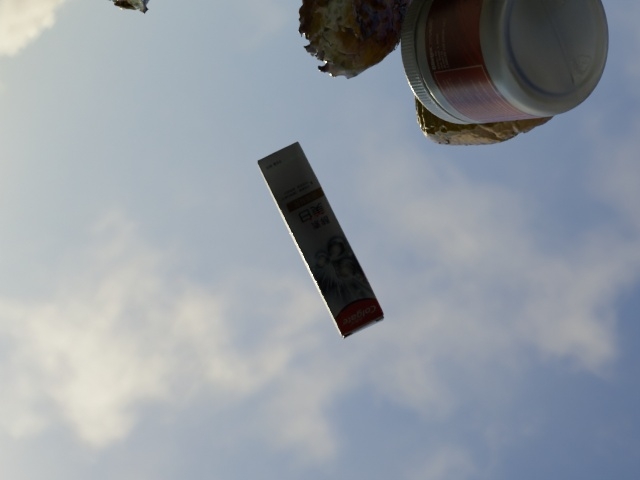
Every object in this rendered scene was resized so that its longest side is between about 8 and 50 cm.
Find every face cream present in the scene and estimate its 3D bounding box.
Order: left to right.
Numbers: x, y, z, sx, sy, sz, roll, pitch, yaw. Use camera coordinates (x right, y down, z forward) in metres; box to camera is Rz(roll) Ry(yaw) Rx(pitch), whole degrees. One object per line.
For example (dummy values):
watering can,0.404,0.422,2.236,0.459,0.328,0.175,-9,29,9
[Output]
face cream,0.233,-0.251,1.822,0.187,0.201,0.201,0,-124,56

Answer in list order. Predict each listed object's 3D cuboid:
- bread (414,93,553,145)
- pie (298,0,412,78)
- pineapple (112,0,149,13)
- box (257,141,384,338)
bread,0.244,-0.224,2.060,0.240,0.139,0.240,-16,-159,6
pie,0.065,-0.363,1.967,0.308,0.085,0.308,-52,154,-39
pineapple,-0.313,-0.437,2.174,0.186,0.236,0.114,1,-115,46
box,0.000,0.000,1.573,0.055,0.218,0.039,-27,172,-1
